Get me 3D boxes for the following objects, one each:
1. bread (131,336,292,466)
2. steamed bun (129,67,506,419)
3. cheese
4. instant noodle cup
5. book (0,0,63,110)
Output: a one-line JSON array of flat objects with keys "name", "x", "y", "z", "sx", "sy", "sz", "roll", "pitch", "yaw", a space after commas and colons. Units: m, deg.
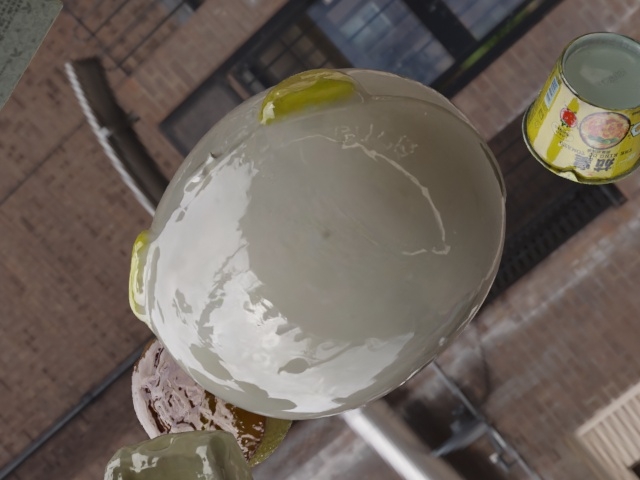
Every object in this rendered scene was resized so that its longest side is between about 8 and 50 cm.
[{"name": "bread", "x": -0.165, "y": 0.230, "z": 1.594, "sx": 0.148, "sy": 0.270, "sz": 0.270, "roll": -8, "pitch": -123, "yaw": -55}, {"name": "steamed bun", "x": 0.002, "y": 0.004, "z": 1.028, "sx": 0.334, "sy": 0.374, "sz": 0.334, "roll": 40, "pitch": -163, "yaw": -15}, {"name": "cheese", "x": -0.125, "y": 0.334, "z": 1.132, "sx": 0.093, "sy": 0.159, "sz": 0.263, "roll": -26, "pitch": -79, "yaw": -64}, {"name": "instant noodle cup", "x": 0.385, "y": -0.191, "z": 1.450, "sx": 0.182, "sy": 0.182, "sz": 0.144, "roll": 56, "pitch": 161, "yaw": 27}, {"name": "book", "x": -0.527, "y": -0.251, "z": 1.216, "sx": 0.389, "sy": 0.269, "sz": 0.032, "roll": 22, "pitch": -160, "yaw": -41}]
